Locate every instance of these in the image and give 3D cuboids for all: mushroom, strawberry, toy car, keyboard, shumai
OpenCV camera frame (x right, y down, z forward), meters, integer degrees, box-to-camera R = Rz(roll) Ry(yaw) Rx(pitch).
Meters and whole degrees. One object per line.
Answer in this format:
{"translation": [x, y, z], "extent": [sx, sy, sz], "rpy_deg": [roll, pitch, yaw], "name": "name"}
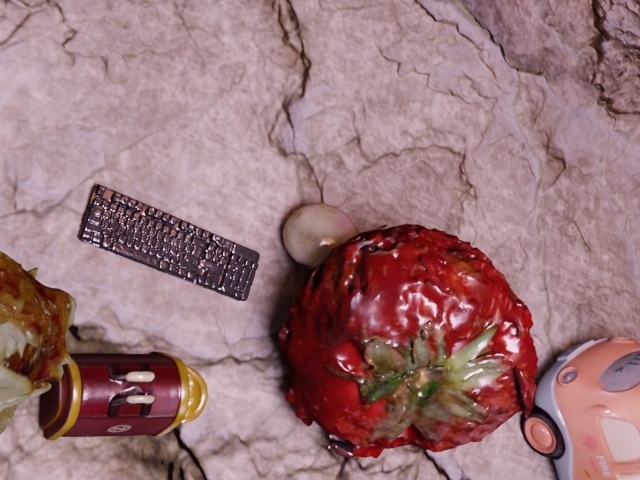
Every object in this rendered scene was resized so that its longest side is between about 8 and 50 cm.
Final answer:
{"translation": [0.000, 0.000, 1.148], "extent": [0.083, 0.083, 0.068], "rpy_deg": [-13, 130, -36], "name": "mushroom"}
{"translation": [0.088, 0.096, 1.097], "extent": [0.274, 0.274, 0.220], "rpy_deg": [38, 27, -23], "name": "strawberry"}
{"translation": [0.393, 0.248, 1.282], "extent": [0.180, 0.212, 0.271], "rpy_deg": [-25, 95, -35], "name": "toy car"}
{"translation": [-0.148, 0.005, 1.077], "extent": [0.195, 0.018, 0.060], "rpy_deg": [23, 71, -29], "name": "keyboard"}
{"translation": [-0.326, 0.112, 0.811], "extent": [0.225, 0.222, 0.261], "rpy_deg": [36, 67, -27], "name": "shumai"}

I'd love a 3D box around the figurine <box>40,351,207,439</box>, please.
{"translation": [-0.172, 0.138, 0.985], "extent": [0.154, 0.098, 0.083], "rpy_deg": [4, 75, -31], "name": "figurine"}
